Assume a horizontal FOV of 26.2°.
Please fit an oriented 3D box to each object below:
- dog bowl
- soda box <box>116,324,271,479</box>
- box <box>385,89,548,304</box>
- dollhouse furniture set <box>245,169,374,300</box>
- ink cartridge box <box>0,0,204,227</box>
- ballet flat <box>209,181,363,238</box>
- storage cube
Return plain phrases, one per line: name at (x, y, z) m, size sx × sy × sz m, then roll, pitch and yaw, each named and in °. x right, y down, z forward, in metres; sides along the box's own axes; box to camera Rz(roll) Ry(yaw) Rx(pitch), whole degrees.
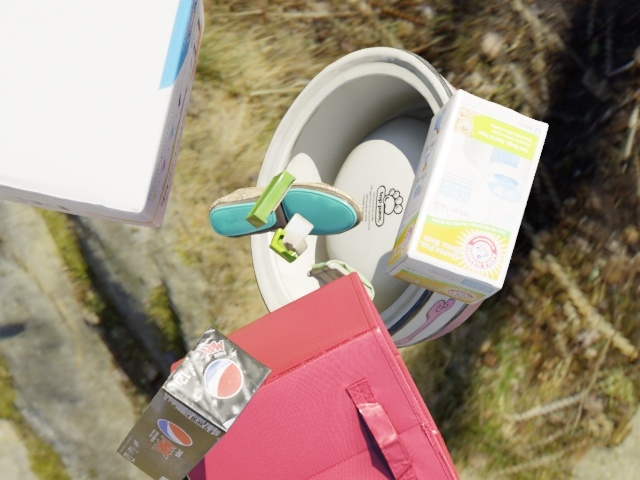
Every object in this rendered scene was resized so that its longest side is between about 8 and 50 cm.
dog bowl at (0.089, -0.041, 1.828) m, size 0.408 × 0.150 × 0.407 m, roll -18°, pitch 65°, yaw 46°
soda box at (-0.092, 0.121, 0.972) m, size 0.053 × 0.060 × 0.169 m, roll 37°, pitch 150°, yaw -1°
box at (0.162, -0.044, 1.534) m, size 0.114 × 0.103 × 0.203 m, roll 21°, pitch 74°, yaw -7°
dollhouse furniture set at (0.000, 0.000, 1.403) m, size 0.152 × 0.076 × 0.058 m, roll 38°, pitch 71°, yaw -10°
ink cartridge box at (-0.177, -0.109, 0.943) m, size 0.168 × 0.233 × 0.171 m, roll 13°, pitch 87°, yaw -4°
ballet flat at (-0.036, -0.044, 1.649) m, size 0.206 × 0.067 × 0.073 m, roll 0°, pitch 117°, yaw 26°
storage cube at (-0.006, 0.166, 1.176) m, size 0.193 × 0.215 × 0.183 m, roll -27°, pitch 103°, yaw 1°
